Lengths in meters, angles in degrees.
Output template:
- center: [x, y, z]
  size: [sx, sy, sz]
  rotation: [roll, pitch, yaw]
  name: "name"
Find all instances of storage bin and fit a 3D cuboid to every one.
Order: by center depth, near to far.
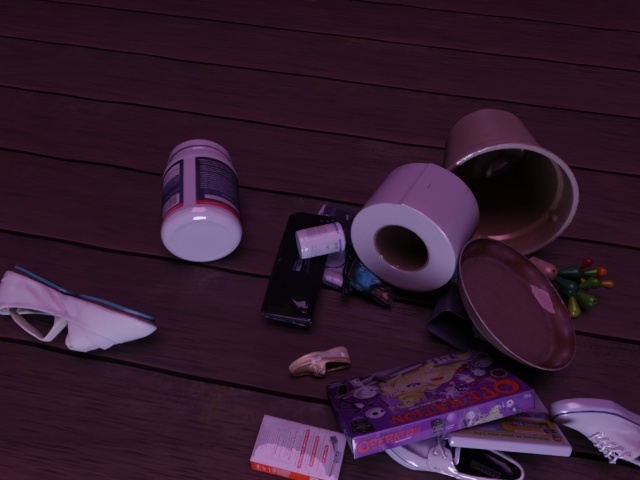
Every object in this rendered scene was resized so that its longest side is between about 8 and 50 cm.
- center: [0.308, 0.176, 1.178]
  size: [0.135, 0.098, 0.091]
  rotation: [32, 41, -7]
  name: "storage bin"

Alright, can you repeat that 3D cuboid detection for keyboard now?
- center: [-0.009, 0.064, 1.267]
  size: [0.202, 0.033, 0.317]
  rotation: [9, 53, 7]
  name: "keyboard"

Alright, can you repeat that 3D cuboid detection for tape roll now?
- center: [0.213, -0.030, 1.194]
  size: [0.246, 0.246, 0.169]
  rotation: [24, 48, 18]
  name: "tape roll"

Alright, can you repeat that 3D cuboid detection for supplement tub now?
- center: [0.000, 0.000, 1.253]
  size: [0.107, 0.071, 0.071]
  rotation: [-11, 52, -9]
  name: "supplement tub"
- center: [-0.299, -0.101, 1.329]
  size: [0.191, 0.191, 0.272]
  rotation: [-6, 51, -6]
  name: "supplement tub"

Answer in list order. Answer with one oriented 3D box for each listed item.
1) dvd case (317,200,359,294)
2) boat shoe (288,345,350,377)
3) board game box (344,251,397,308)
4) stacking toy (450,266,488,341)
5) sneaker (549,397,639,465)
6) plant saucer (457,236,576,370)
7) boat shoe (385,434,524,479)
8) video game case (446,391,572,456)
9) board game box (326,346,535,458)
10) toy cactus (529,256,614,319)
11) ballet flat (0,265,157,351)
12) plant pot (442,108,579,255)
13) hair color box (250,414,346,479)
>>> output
- center: [0.044, 0.012, 1.347]
  size: [0.179, 0.029, 0.238]
  rotation: [21, 55, 15]
  name: "dvd case"
- center: [0.000, 0.264, 1.126]
  size: [0.135, 0.050, 0.045]
  rotation: [-15, 47, -13]
  name: "boat shoe"
- center: [0.140, 0.057, 1.277]
  size: [0.126, 0.026, 0.186]
  rotation: [33, 52, -13]
  name: "board game box"
- center: [0.383, 0.149, 1.156]
  size: [0.167, 0.052, 0.221]
  rotation: [22, 35, -25]
  name: "stacking toy"
- center: [0.546, 0.363, 0.990]
  size: [0.258, 0.094, 0.091]
  rotation: [19, 52, -13]
  name: "sneaker"
- center: [0.397, 0.132, 1.102]
  size: [0.311, 0.050, 0.310]
  rotation: [20, 46, -23]
  name: "plant saucer"
- center: [0.244, 0.399, 0.995]
  size: [0.268, 0.088, 0.096]
  rotation: [22, 54, 16]
  name: "boat shoe"
- center: [0.337, 0.339, 1.020]
  size: [0.213, 0.023, 0.193]
  rotation: [4, 14, 2]
  name: "video game case"
- center: [0.201, 0.302, 1.028]
  size: [0.347, 0.056, 0.208]
  rotation: [-11, 17, -10]
  name: "board game box"
- center: [0.568, 0.096, 1.254]
  size: [0.219, 0.112, 0.180]
  rotation: [-35, 49, -16]
  name: "toy cactus"
- center: [-0.543, 0.171, 1.160]
  size: [0.400, 0.139, 0.139]
  rotation: [16, 52, 17]
  name: "ballet flat"
- center: [0.436, -0.171, 1.348]
  size: [0.334, 0.333, 0.305]
  rotation: [5, 40, 3]
  name: "plant pot"
- center: [-0.039, 0.403, 1.011]
  size: [0.167, 0.053, 0.093]
  rotation: [11, 50, 9]
  name: "hair color box"
